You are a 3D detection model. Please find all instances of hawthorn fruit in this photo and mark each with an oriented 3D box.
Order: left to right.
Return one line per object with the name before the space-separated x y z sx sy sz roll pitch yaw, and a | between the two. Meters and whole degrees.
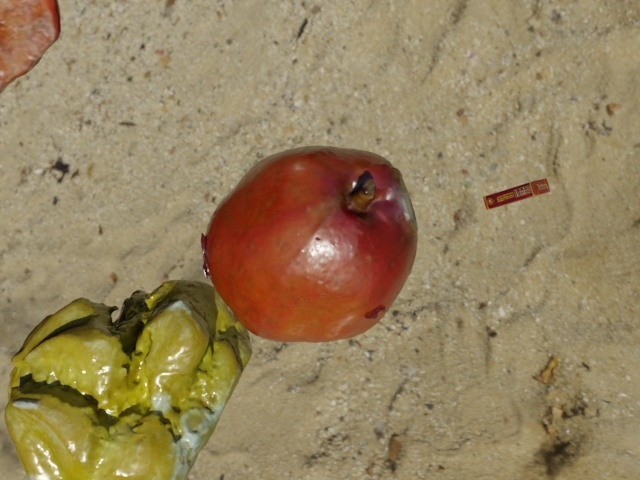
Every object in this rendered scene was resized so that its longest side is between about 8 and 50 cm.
hawthorn fruit | 0.000 0.000 0.528 0.202 0.185 0.185 139 138 -56

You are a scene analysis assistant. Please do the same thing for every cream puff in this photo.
cream puff | -0.277 0.206 0.848 0.378 0.275 0.378 -58 3 4

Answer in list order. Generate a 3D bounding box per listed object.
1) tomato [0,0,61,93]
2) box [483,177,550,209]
tomato | -0.362 -0.211 0.426 0.309 0.309 0.170 -36 61 26
box | 0.293 -0.069 0.905 0.082 0.051 0.023 -18 86 46
